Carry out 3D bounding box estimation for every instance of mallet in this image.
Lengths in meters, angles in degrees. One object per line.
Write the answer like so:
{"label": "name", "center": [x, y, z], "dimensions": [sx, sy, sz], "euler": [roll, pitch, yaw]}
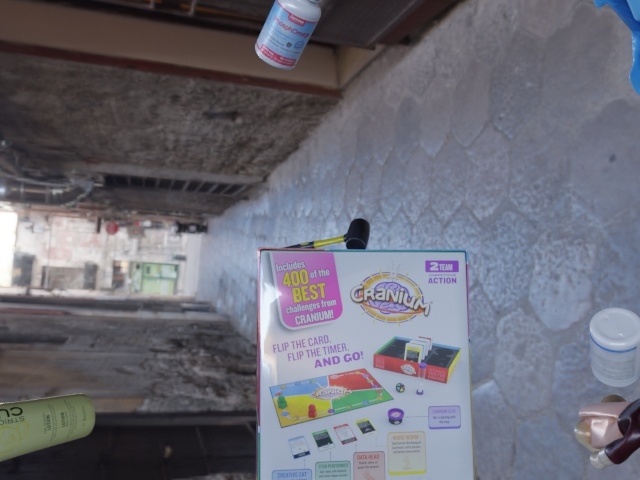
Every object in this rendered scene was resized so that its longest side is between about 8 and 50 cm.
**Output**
{"label": "mallet", "center": [0.000, 0.000, 1.097], "dimensions": [0.039, 0.190, 0.062], "euler": [64, -146, -31]}

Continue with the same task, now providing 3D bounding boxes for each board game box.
{"label": "board game box", "center": [0.048, 0.167, 0.698], "dimensions": [0.064, 0.243, 0.316], "euler": [139, 132, -80]}

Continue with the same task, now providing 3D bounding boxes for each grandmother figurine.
{"label": "grandmother figurine", "center": [0.505, 0.284, 0.981], "dimensions": [0.208, 0.104, 0.342], "euler": [-46, -17, -15]}

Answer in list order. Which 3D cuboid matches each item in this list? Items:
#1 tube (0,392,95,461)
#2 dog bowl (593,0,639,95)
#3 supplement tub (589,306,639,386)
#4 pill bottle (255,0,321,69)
{"label": "tube", "center": [-0.396, 0.238, 0.766], "dimensions": [0.070, 0.240, 0.062], "euler": [40, 108, 29]}
{"label": "dog bowl", "center": [0.453, -0.292, 0.767], "dimensions": [0.166, 0.297, 0.074], "euler": [-9, 42, 46]}
{"label": "supplement tub", "center": [0.423, 0.153, 0.886], "dimensions": [0.071, 0.071, 0.107], "euler": [-104, -6, -49]}
{"label": "pill bottle", "center": [-0.053, -0.406, 1.150], "dimensions": [0.160, 0.087, 0.087], "euler": [-57, 30, 35]}
